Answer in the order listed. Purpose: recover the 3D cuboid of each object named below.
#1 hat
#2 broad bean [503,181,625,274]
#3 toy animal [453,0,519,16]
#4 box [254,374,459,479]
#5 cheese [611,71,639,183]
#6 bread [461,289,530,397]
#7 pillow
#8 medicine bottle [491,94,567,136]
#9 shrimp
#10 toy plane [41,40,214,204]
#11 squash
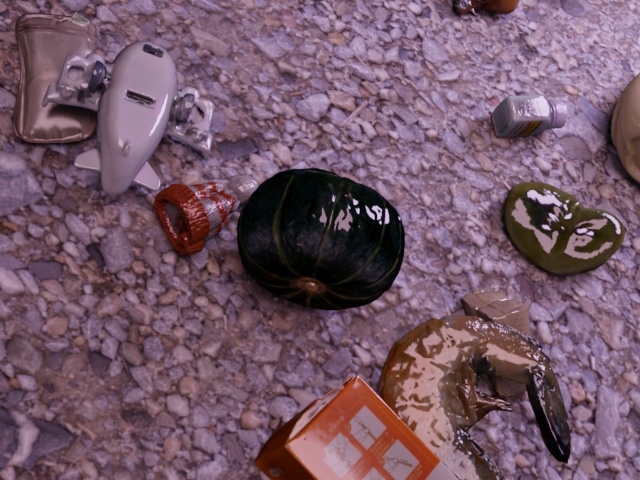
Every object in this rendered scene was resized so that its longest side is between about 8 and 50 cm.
[{"bbox_3d":[-0.168,-0.055,1.312,0.162,0.093,0.112,-28,89,-39],"label":"hat"},{"bbox_3d":[0.411,-0.019,1.442,0.206,0.072,0.153,19,65,6],"label":"broad bean"},{"bbox_3d":[0.317,-0.512,1.582,0.179,0.089,0.188,-19,81,-3],"label":"toy animal"},{"bbox_3d":[0.084,0.361,1.140,0.341,0.225,0.143,45,65,4],"label":"box"},{"bbox_3d":[0.662,-0.194,1.526,0.266,0.127,0.233,33,64,-3],"label":"cheese"},{"bbox_3d":[0.290,0.165,1.366,0.077,0.105,0.152,-10,106,-17],"label":"bread"},{"bbox_3d":[-0.421,-0.262,1.337,0.130,0.038,0.233,0,73,-18],"label":"pillow"},{"bbox_3d":[0.374,-0.222,1.493,0.118,0.074,0.055,-5,72,-16],"label":"medicine bottle"},{"bbox_3d":[0.270,0.316,1.259,0.272,0.085,0.445,-28,81,-7],"label":"shrimp"},{"bbox_3d":[-0.291,-0.189,1.297,0.267,0.122,0.267,7,71,-22],"label":"toy plane"},{"bbox_3d":[0.000,0.000,1.232,0.252,0.252,0.165,19,62,-6],"label":"squash"}]
